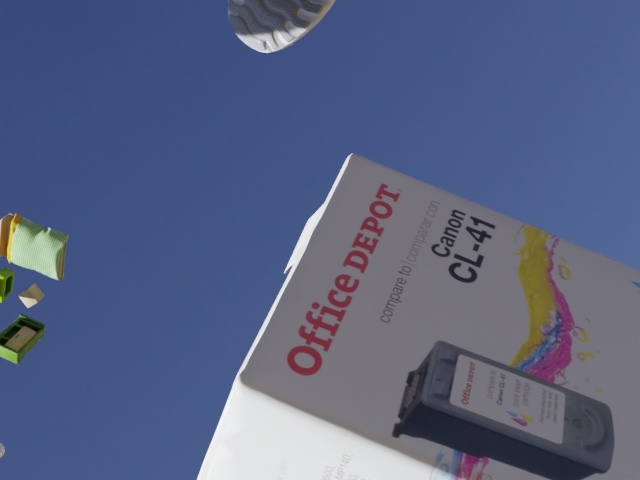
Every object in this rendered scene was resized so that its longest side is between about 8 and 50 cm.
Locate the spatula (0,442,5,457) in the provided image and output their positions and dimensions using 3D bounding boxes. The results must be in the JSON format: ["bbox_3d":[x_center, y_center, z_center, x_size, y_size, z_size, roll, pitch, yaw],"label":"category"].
[{"bbox_3d":[-0.380,0.193,1.328,0.019,0.242,0.168,95,-171,-49],"label":"spatula"}]

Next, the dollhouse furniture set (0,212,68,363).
[{"bbox_3d":[-0.318,0.050,1.815,0.058,0.076,0.152,-49,-23,-51],"label":"dollhouse furniture set"}]

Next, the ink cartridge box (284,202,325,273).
[{"bbox_3d":[0.000,0.000,1.664,0.063,0.029,0.115,-66,7,-18],"label":"ink cartridge box"}]

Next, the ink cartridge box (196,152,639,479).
[{"bbox_3d":[0.111,0.108,0.973,0.226,0.306,0.131,-64,-5,-49],"label":"ink cartridge box"}]

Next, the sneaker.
[{"bbox_3d":[0.013,-0.309,1.803,0.281,0.105,0.115,-49,-9,24],"label":"sneaker"}]
